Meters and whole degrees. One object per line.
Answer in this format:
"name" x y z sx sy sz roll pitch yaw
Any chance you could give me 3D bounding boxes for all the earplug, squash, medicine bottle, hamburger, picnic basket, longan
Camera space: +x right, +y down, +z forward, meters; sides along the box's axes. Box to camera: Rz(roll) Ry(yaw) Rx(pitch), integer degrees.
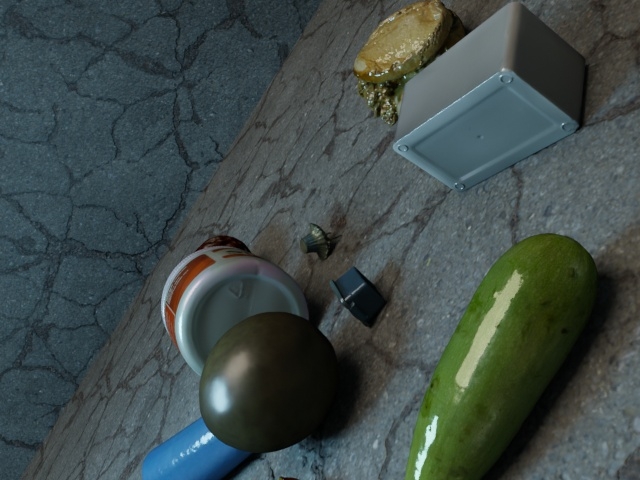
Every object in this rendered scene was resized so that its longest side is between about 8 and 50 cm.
"earplug" -0.206 0.389 1.270 0.273 0.132 0.132 -42 27 29
"squash" 0.179 0.157 0.745 0.370 0.118 0.118 -60 21 3
"medicine bottle" -0.176 0.145 1.344 0.252 0.253 0.241 -61 22 -6
"hamburger" 0.187 -0.376 1.407 0.243 0.146 0.286 -2 53 58
"picnic basket" 0.000 0.000 1.430 0.083 0.083 0.065 -18 8 -22
"longan" -0.086 0.228 1.090 0.248 0.248 0.248 -46 24 28

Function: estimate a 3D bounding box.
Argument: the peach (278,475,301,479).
"peach" -0.038 0.391 0.979 0.098 0.062 0.098 -171 90 -74

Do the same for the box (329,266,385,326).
"box" 0.065 0.091 1.148 0.054 0.074 0.099 -42 23 4

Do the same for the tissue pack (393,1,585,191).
"tissue pack" 0.246 -0.203 1.019 0.246 0.160 0.135 -29 37 50

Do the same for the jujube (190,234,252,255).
"jujube" -0.250 0.111 1.646 0.223 0.223 0.318 -50 15 22
